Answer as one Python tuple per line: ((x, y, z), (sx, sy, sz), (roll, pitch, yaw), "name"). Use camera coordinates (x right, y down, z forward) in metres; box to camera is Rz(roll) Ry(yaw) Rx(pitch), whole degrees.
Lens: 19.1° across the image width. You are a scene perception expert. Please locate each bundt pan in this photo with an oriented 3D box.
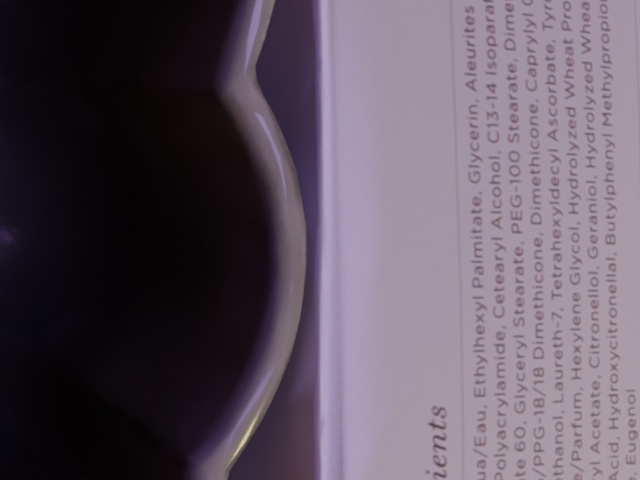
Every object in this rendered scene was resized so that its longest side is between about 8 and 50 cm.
((-0.177, -0.005, 0.375), (0.331, 0.124, 0.331), (-3, 100, -20), "bundt pan")

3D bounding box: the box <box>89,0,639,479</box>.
((0.000, 0.000, 0.487), (0.119, 0.181, 0.182), (2, 86, -34), "box")
